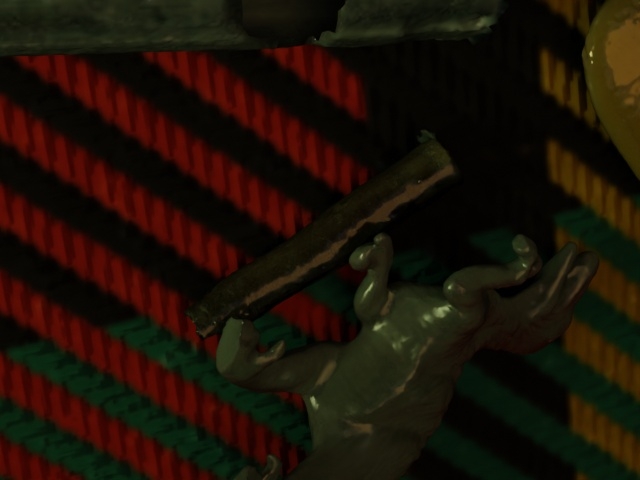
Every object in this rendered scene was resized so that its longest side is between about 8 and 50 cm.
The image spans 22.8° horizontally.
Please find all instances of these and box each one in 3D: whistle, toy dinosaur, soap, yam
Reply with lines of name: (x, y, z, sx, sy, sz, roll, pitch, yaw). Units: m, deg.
whistle: (-0.081, -0.099, 0.589, 0.312, 0.062, 0.062, -4, 107, -19)
toy dinosaur: (0.012, 0.089, 0.684, 0.167, 0.053, 0.242, 19, 104, -47)
soap: (0.176, -0.051, 0.714, 0.089, 0.033, 0.168, -39, 116, -6)
yam: (0.000, 0.000, 0.669, 0.129, 0.033, 0.027, -33, 141, -4)
